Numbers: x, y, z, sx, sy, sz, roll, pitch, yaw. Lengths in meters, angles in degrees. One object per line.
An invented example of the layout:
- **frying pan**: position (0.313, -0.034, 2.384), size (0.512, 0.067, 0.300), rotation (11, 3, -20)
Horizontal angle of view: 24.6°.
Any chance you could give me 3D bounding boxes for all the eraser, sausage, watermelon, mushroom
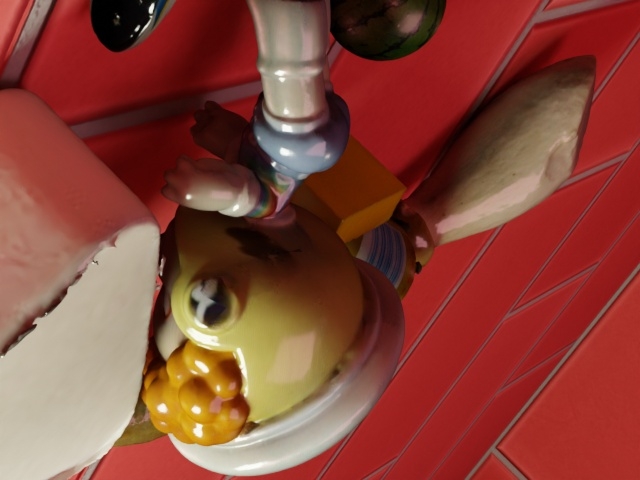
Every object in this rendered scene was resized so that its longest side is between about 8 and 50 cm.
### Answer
- **eraser**: position (-0.001, -0.058, 1.269), size (0.097, 0.122, 0.045), rotation (-29, 157, -46)
- **eraser**: position (-0.264, 0.091, 0.971), size (0.331, 0.150, 0.331), rotation (-43, 164, -16)
- **sausage**: position (-0.002, 0.000, 1.417), size (0.125, 0.117, 0.317), rotation (-18, 164, 14)
- **watermelon**: position (0.044, -0.186, 1.135), size (0.109, 0.109, 0.109), rotation (-40, 162, -16)
- **mushroom**: position (0.199, -0.087, 1.665), size (0.350, 0.128, 0.128), rotation (-36, 160, -15)

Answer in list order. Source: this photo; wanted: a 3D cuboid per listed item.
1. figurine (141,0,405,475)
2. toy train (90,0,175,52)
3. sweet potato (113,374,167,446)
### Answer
- **figurine**: position (-0.028, 0.000, 1.089), size (0.225, 0.205, 0.382), rotation (-86, -177, -52)
- **toy train**: position (-0.078, -0.211, 0.878), size (0.051, 0.052, 0.234), rotation (-31, 158, -50)
- **sweet potato**: position (-0.153, 0.128, 1.381), size (0.310, 0.098, 0.124), rotation (-30, 135, -36)
